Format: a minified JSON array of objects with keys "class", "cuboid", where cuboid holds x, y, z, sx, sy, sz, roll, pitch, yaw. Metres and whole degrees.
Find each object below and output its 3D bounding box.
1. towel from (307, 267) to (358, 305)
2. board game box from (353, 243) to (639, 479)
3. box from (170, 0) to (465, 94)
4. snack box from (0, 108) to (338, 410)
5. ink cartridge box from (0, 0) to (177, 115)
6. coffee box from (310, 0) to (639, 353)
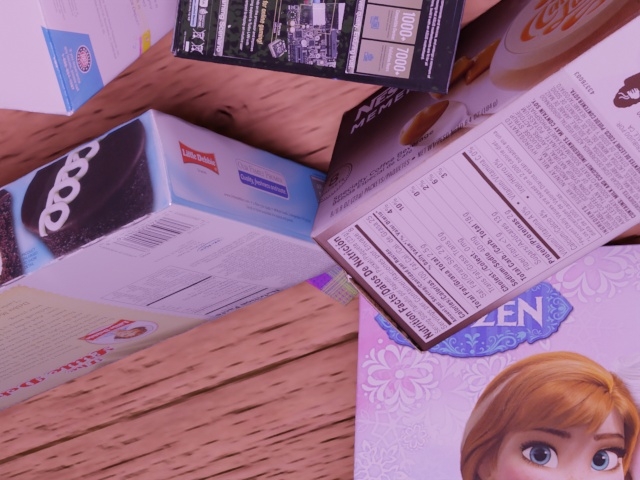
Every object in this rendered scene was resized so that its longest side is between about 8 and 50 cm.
[{"class":"towel","cuboid":[0.000,0.000,0.938,0.083,0.009,0.060,36,121,-13]},{"class":"board game box","cuboid":[0.176,0.157,0.834,0.319,0.318,0.066,-4,156,12]},{"class":"box","cuboid":[0.007,-0.179,0.759,0.147,0.077,0.180,7,117,-3]},{"class":"snack box","cuboid":[-0.162,0.029,0.886,0.322,0.060,0.187,-24,159,26]},{"class":"ink cartridge box","cuboid":[-0.139,-0.143,0.803,0.090,0.143,0.092,6,125,28]},{"class":"coffee box","cuboid":[0.123,-0.067,0.793,0.246,0.141,0.098,-34,111,29]}]
